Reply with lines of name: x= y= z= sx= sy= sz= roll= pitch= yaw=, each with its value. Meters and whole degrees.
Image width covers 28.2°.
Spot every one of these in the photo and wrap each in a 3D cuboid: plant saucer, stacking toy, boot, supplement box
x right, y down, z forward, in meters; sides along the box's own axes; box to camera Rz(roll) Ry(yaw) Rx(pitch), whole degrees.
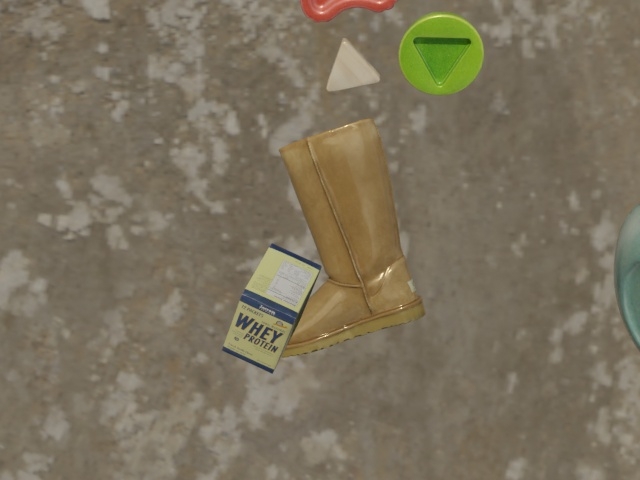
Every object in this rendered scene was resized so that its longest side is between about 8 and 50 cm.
plant saucer: x=0.301 y=0.058 z=1.065 sx=0.037 sy=0.195 sz=0.195 roll=-21 pitch=109 yaw=-25
stacking toy: x=0.125 y=-0.377 z=1.976 sx=0.309 sy=0.130 sz=0.279 roll=0 pitch=118 yaw=3
boot: x=0.000 y=0.000 z=1.691 sx=0.236 sy=0.089 sz=0.269 roll=-18 pitch=94 yaw=5
supplement box: x=-0.047 y=0.066 z=1.235 sx=0.083 sy=0.056 sz=0.083 roll=-62 pitch=175 yaw=-49
